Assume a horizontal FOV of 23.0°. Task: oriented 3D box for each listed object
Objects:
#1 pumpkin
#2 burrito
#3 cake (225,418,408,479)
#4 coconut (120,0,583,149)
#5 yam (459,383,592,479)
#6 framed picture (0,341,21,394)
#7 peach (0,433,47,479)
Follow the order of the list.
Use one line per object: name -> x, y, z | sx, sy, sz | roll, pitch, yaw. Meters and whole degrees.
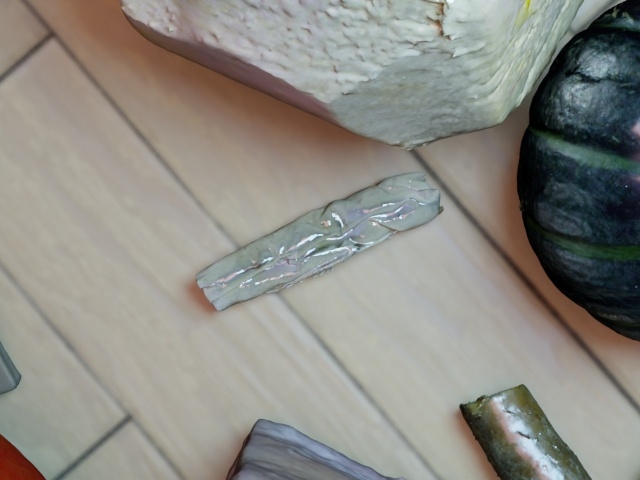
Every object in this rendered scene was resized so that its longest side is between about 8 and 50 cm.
pumpkin -> 0.242, -0.056, 1.056 | 0.249, 0.216, 0.250 | -9, 112, -23
burrito -> 0.000, 0.000, 1.132 | 0.185, 0.041, 0.045 | -26, 80, -1
cake -> -0.006, 0.306, 1.037 | 0.230, 0.237, 0.309 | 20, 93, 3
coconut -> 0.015, -0.230, 1.003 | 0.309, 0.297, 0.298 | 26, 90, 17
yam -> 0.185, 0.212, 1.108 | 0.061, 0.061, 0.253 | -31, 84, 1
framed picture -> -0.478, 0.056, 1.082 | 0.446, 0.028, 0.326 | -23, 115, 2
peach -> -0.312, 0.262, 0.962 | 0.388, 0.388, 0.388 | 0, 90, 1
